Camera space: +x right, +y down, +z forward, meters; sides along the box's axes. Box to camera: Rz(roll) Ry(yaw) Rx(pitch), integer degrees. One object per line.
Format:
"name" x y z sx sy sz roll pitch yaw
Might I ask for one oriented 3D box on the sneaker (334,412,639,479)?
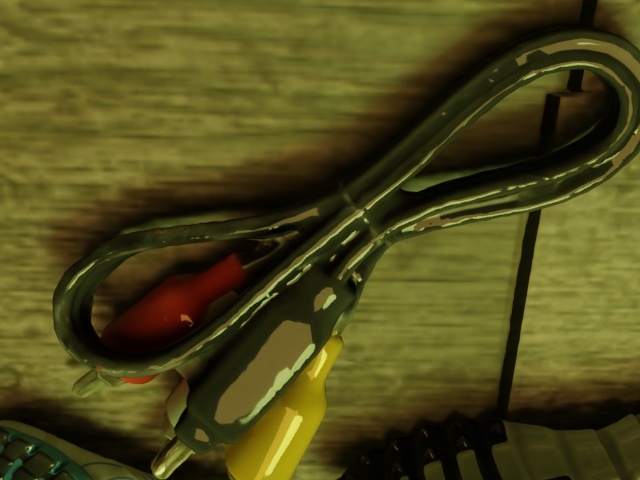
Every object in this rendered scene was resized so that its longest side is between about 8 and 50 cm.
"sneaker" 0.122 0.140 0.453 0.234 0.078 0.106 -10 119 2

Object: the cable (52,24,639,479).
"cable" 0.000 0.000 0.395 0.139 0.072 0.287 43 100 -6

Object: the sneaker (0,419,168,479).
"sneaker" -0.088 0.146 0.459 0.190 0.083 0.071 33 112 6
